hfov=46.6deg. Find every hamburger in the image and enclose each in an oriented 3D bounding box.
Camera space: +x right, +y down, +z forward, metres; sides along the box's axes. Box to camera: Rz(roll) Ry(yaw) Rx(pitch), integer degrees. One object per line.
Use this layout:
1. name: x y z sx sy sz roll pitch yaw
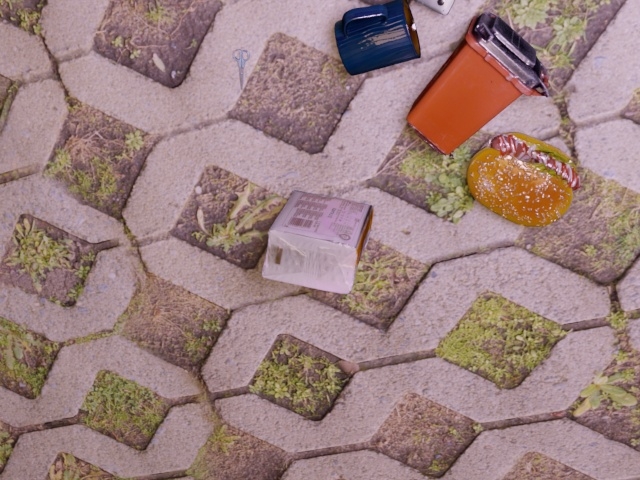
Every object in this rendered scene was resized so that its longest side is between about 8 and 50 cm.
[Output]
1. hamburger: 0.394 -0.120 1.455 0.210 0.116 0.173 27 119 -1

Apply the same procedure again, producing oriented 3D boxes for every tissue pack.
1. tissue pack: 0.000 0.000 1.528 0.185 0.225 0.124 13 116 6

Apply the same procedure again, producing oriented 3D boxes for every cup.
1. cup: 0.100 -0.392 1.388 0.138 0.113 0.150 -13 133 18

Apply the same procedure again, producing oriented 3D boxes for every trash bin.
1. trash bin: 0.292 -0.278 1.392 0.184 0.161 0.239 38 123 -6

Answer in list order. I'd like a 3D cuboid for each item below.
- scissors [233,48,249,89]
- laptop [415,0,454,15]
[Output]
1. scissors: -0.163 -0.351 1.526 0.036 0.006 0.083 8 115 10
2. laptop: 0.155 -0.550 1.339 0.269 0.015 0.188 31 117 10
